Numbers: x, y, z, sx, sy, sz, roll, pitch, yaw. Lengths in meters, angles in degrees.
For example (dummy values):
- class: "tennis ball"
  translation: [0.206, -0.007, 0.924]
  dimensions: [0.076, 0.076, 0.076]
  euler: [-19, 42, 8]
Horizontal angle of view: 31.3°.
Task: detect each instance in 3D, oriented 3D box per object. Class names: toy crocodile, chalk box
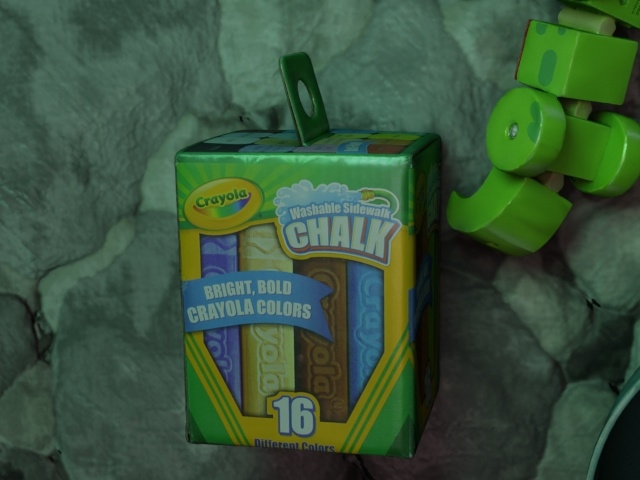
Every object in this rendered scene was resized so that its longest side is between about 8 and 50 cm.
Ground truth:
- class: "toy crocodile"
  translation: [0.196, -0.145, 0.866]
  dimensions: [0.115, 0.105, 0.340]
  euler: [9, 106, -31]
- class: "chalk box"
  translation: [0.000, 0.000, 0.894]
  dimensions: [0.179, 0.180, 0.288]
  euler: [3, 102, 13]

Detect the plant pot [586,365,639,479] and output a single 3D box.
- class: "plant pot"
  translation: [0.341, 0.170, 0.836]
  dimensions: [0.293, 0.196, 0.293]
  euler: [2, 101, 12]
